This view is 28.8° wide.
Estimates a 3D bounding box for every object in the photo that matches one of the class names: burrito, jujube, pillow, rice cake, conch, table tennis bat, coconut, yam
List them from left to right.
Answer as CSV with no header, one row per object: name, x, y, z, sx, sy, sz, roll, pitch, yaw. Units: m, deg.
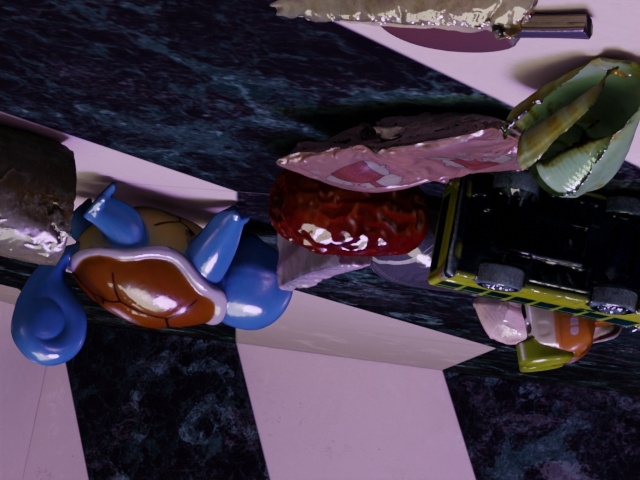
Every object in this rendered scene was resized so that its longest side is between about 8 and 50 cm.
yam,-0.415,-0.069,1.445,0.268,0.161,0.161,17,168,-32
rice cake,0.000,-0.002,1.556,0.050,0.106,0.298,2,172,-16
jujube,0.033,-0.031,1.356,0.176,0.112,0.109,10,130,-19
burrito,0.054,-0.160,0.827,0.185,0.041,0.045,6,-149,17
pillow,0.089,-0.084,1.182,0.248,0.049,0.135,-4,164,40
table tennis bat,0.113,-0.153,0.879,0.158,0.014,0.095,7,168,29
pillow,0.217,0.022,1.513,0.335,0.092,0.161,9,166,-1
coconut,0.288,0.102,1.852,0.124,0.110,0.110,5,171,-11
conch,0.199,-0.095,0.968,0.106,0.079,0.170,5,155,-9

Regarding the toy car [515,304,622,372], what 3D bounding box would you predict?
toy car,0.367,0.092,1.692,0.235,0.145,0.235,-7,168,-1

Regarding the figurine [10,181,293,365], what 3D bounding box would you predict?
figurine,-0.238,0.029,1.761,0.416,0.243,0.298,-8,169,-26

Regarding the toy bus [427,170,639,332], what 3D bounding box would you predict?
toy bus,0.256,0.011,1.322,0.262,0.128,0.150,12,170,-6
